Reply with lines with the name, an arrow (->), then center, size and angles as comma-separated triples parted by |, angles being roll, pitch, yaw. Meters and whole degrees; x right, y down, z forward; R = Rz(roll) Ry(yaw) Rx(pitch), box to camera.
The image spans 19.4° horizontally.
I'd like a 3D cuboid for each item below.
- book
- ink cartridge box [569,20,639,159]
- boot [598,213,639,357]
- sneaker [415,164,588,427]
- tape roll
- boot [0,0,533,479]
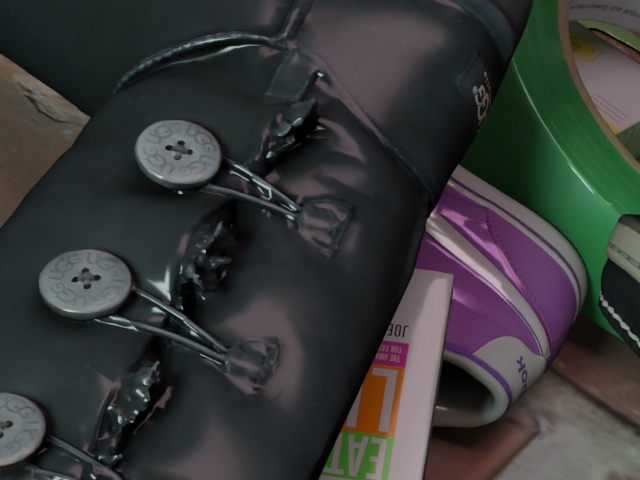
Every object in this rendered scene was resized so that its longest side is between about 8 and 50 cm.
book -> 0.010, 0.078, 0.922 | 0.096, 0.035, 0.144 | 5, 57, 8
ink cartridge box -> 0.177, -0.126, 1.300 | 0.171, 0.056, 0.235 | 39, 42, 23
boot -> 0.175, 0.181, 0.729 | 0.138, 0.284, 0.377 | 13, 23, -35
sneaker -> 0.001, -0.001, 1.025 | 0.282, 0.102, 0.161 | 28, 42, 11
tape roll -> 0.228, -0.071, 1.167 | 0.321, 0.077, 0.321 | 18, 49, -22
boot -> -0.136, 0.003, 0.889 | 0.367, 0.146, 0.445 | 13, 55, 20
